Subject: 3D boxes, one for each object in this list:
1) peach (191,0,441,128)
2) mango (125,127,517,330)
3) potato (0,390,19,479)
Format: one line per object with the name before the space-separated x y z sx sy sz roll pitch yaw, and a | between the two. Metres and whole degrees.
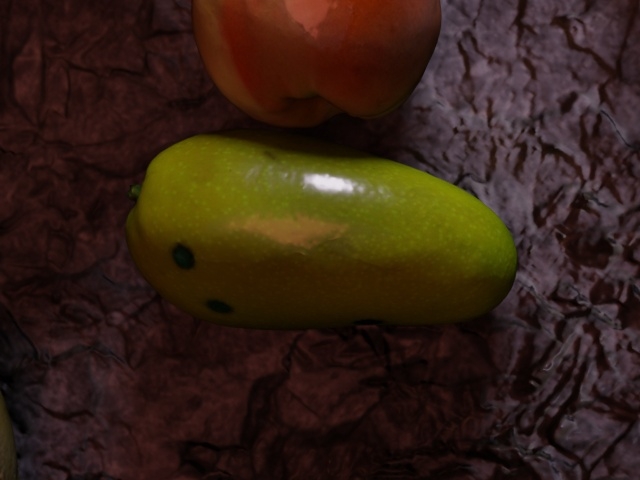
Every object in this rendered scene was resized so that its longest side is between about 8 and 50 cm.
peach | -0.003 -0.169 0.865 0.184 0.184 0.184 2 100 15
mango | 0.000 0.000 0.898 0.293 0.175 0.142 8 68 4
potato | -0.361 0.201 1.021 0.210 0.173 0.307 12 105 15
